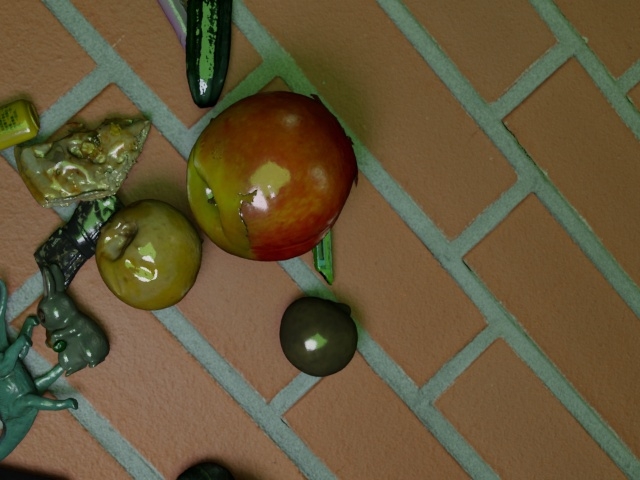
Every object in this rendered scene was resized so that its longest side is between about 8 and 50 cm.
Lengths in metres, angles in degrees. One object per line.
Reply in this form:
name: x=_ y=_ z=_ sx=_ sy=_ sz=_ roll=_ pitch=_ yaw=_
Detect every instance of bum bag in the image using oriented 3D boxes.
bum bag: x=-0.524 y=-0.005 z=1.694 sx=0.102 sy=0.069 sz=0.248 roll=41 pitch=88 yaw=-24

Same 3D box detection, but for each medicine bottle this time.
medicine bottle: x=-0.727 y=-0.218 z=1.652 sx=0.260 sy=0.064 sz=0.095 roll=-22 pitch=72 yaw=-3

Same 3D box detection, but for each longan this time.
longan: x=0.001 y=0.205 z=1.746 sx=0.185 sy=0.159 sz=0.204 roll=48 pitch=49 yaw=1

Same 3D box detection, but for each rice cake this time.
rice cake: x=-0.337 y=-0.535 z=1.702 sx=0.055 sy=0.049 sz=0.270 roll=-27 pitch=98 yaw=8

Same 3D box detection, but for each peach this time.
peach: x=-0.088 y=-0.134 z=1.607 sx=0.370 sy=0.370 sz=0.370 roll=0 pitch=93 yaw=-9

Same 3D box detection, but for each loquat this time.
loquat: x=-0.353 y=0.033 z=1.645 sx=0.243 sy=0.244 sz=0.244 roll=0 pitch=93 yaw=-9

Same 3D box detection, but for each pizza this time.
pizza: x=-0.493 y=-0.178 z=1.666 sx=0.296 sy=0.071 sz=0.189 roll=-19 pitch=69 yaw=-12

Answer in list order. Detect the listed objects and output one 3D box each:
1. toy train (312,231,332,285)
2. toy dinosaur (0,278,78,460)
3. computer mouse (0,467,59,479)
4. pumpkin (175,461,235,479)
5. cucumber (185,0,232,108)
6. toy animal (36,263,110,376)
toy train: x=0.000 y=0.000 z=1.785 sx=0.042 sy=0.044 sz=0.209 roll=-3 pitch=93 yaw=-9
toy dinosaur: x=-0.717 y=0.323 z=1.678 sx=0.330 sy=0.129 sz=0.383 roll=-31 pitch=96 yaw=3
computer mouse: x=-0.667 y=0.581 z=1.667 sx=0.269 sy=0.100 sz=0.170 roll=15 pitch=107 yaw=-13
pumpkin: x=-0.261 y=0.580 z=1.735 sx=0.125 sy=0.167 sz=0.167 roll=-4 pitch=95 yaw=35
cucumber: x=-0.233 y=-0.408 z=1.695 sx=0.115 sy=0.063 sz=0.244 roll=-7 pitch=103 yaw=-49
toy animal: x=-0.548 y=0.174 z=1.680 sx=0.108 sy=0.138 sz=0.236 roll=-31 pitch=87 yaw=20
